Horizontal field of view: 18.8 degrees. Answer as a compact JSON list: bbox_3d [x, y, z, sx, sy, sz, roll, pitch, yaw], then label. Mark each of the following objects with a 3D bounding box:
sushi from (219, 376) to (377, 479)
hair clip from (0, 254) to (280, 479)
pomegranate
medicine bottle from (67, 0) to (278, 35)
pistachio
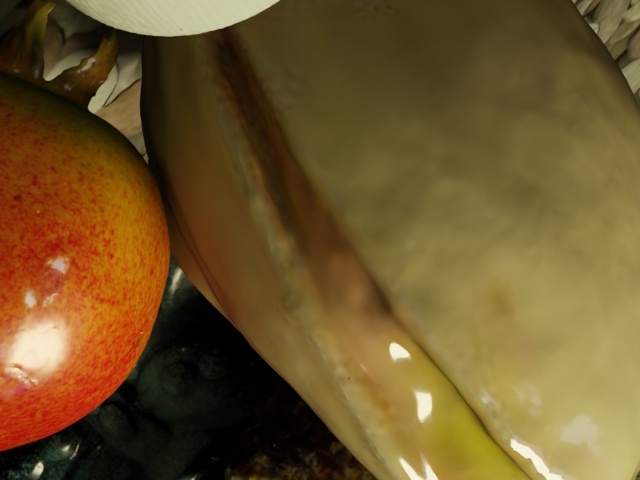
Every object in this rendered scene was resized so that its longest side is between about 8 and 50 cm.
[{"bbox_3d":[0.034,0.178,1.350,0.343,0.196,0.182,83,25,-57],"label":"sushi"},{"bbox_3d":[-0.122,0.119,1.428,0.194,0.206,0.310,-13,144,-56],"label":"hair clip"},{"bbox_3d":[-0.183,-0.009,1.053,0.257,0.220,0.221,-69,161,-6],"label":"pomegranate"},{"bbox_3d":[-0.105,-0.218,0.800,0.190,0.190,0.332,-44,160,3],"label":"medicine bottle"},{"bbox_3d":[0.049,-0.030,1.114,0.281,0.446,0.365,-32,158,19],"label":"pistachio"}]
